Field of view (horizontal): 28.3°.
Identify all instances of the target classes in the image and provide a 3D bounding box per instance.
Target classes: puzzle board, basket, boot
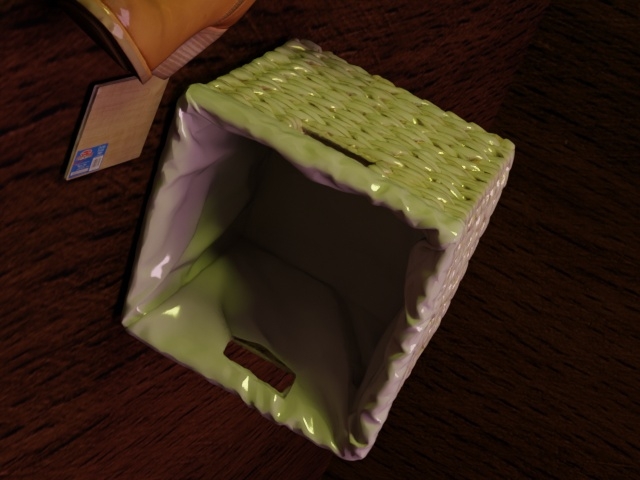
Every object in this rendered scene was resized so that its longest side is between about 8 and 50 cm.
[{"bbox_3d":[-0.190,-0.111,1.186,0.128,0.011,0.096,-30,148,-62],"label":"puzzle board"},{"bbox_3d":[0.000,0.000,1.422,0.266,0.328,0.331,-42,157,-56],"label":"basket"},{"bbox_3d":[-0.088,-0.229,1.001,0.220,0.109,0.283,-45,173,7],"label":"boot"}]
